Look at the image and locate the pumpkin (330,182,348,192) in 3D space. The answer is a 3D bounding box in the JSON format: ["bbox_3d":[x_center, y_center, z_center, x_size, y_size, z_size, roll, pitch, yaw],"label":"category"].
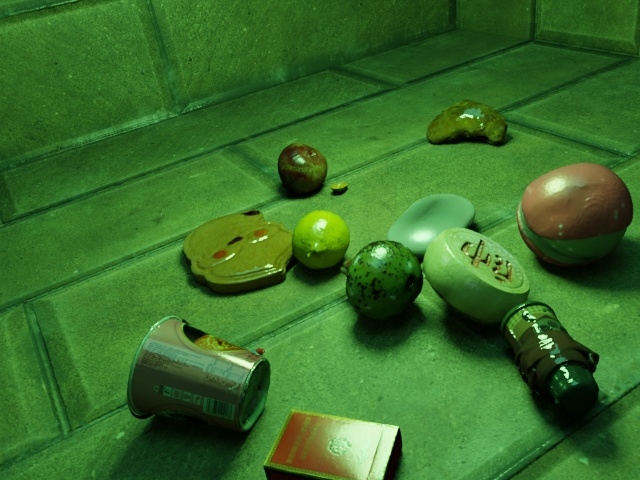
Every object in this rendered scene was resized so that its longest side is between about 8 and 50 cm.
[{"bbox_3d":[0.072,-0.191,2.225,0.050,0.028,0.083,15,30,37],"label":"pumpkin"}]

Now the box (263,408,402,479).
[{"bbox_3d":[0.028,0.425,1.188,0.239,0.074,0.153,3,29,21],"label":"box"}]

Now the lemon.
[{"bbox_3d":[0.000,0.000,1.792,0.173,0.173,0.206,0,21,15],"label":"lemon"}]

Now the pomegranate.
[{"bbox_3d":[0.144,0.096,1.574,0.214,0.214,0.248,-29,27,-30],"label":"pomegranate"}]

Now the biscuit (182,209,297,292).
[{"bbox_3d":[-0.260,0.028,1.927,0.349,0.078,0.455,-31,37,-25],"label":"biscuit"}]

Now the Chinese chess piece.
[{"bbox_3d":[0.386,0.085,1.504,0.270,0.112,0.270,21,30,-13],"label":"Chinese chess piece"}]

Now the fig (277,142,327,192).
[{"bbox_3d":[-0.076,-0.262,2.245,0.205,0.205,0.205,-7,31,4],"label":"fig"}]

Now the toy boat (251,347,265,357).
[{"bbox_3d":[-0.175,0.314,1.472,0.105,0.034,0.149,17,28,41],"label":"toy boat"}]

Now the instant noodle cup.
[{"bbox_3d":[-0.254,0.308,1.331,0.255,0.244,0.244,12,36,16],"label":"instant noodle cup"}]

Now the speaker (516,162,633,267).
[{"bbox_3d":[0.681,-0.074,1.619,0.294,0.294,0.294,-7,31,4],"label":"speaker"}]

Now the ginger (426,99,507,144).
[{"bbox_3d":[0.588,-0.472,2.423,0.321,0.172,0.165,5,-6,27],"label":"ginger"}]

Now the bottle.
[{"bbox_3d":[0.494,0.251,1.277,0.156,0.143,0.271,-33,27,10],"label":"bottle"}]

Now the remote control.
[{"bbox_3d":[0.339,-0.049,1.845,0.221,0.103,0.332,8,34,36],"label":"remote control"}]
